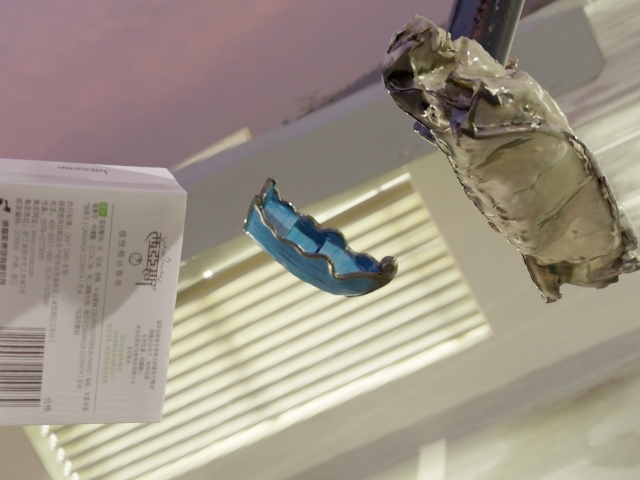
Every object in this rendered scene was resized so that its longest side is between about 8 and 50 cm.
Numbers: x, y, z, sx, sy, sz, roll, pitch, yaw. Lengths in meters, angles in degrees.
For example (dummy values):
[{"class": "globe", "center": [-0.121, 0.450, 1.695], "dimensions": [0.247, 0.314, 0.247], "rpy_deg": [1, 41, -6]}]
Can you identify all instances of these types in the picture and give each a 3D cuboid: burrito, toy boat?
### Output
[{"class": "burrito", "center": [0.099, -0.031, 0.462], "dimensions": [0.058, 0.229, 0.063], "rpy_deg": [-49, 48, -4]}, {"class": "toy boat", "center": [0.000, 0.000, 1.100], "dimensions": [0.077, 0.185, 0.075], "rpy_deg": [-50, 3, 33]}]

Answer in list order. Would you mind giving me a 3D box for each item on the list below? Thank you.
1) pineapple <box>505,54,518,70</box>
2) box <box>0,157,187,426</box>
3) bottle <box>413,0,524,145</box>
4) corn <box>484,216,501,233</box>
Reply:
[{"class": "pineapple", "center": [0.217, -0.182, 1.221], "dimensions": [0.114, 0.077, 0.114], "rpy_deg": [-5, -37, -45]}, {"class": "box", "center": [-0.253, 0.054, 0.985], "dimensions": [0.195, 0.260, 0.111], "rpy_deg": [3, 14, -22]}, {"class": "bottle", "center": [0.165, -0.210, 0.988], "dimensions": [0.082, 0.244, 0.072], "rpy_deg": [24, 13, 37]}, {"class": "corn", "center": [0.127, -0.038, 0.741], "dimensions": [0.028, 0.083, 0.027], "rpy_deg": [-26, -21, -19]}]
